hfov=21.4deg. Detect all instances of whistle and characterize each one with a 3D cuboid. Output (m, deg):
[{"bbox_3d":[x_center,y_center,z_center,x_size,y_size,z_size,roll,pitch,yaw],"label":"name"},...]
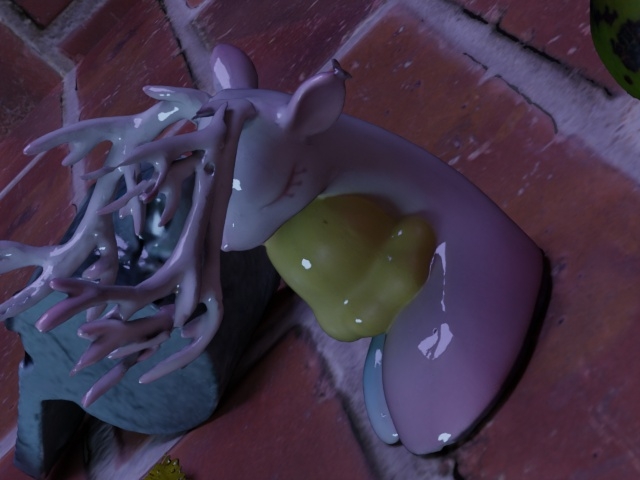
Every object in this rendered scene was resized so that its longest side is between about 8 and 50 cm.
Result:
[{"bbox_3d":[-0.190,0.071,1.490,0.405,0.188,0.168,-30,25,43],"label":"whistle"}]

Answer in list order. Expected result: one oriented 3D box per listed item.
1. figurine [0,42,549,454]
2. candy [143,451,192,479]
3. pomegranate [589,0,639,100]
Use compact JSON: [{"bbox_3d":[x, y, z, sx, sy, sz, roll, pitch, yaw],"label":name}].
[{"bbox_3d":[-0.035,0.015,1.066,0.284,0.316,0.206,-52,14,-11],"label":"figurine"},{"bbox_3d":[-0.207,0.282,1.268,0.297,0.081,0.187,-38,15,-6],"label":"candy"},{"bbox_3d":[0.257,-0.152,1.035,0.156,0.156,0.220,-52,23,-16],"label":"pomegranate"}]
